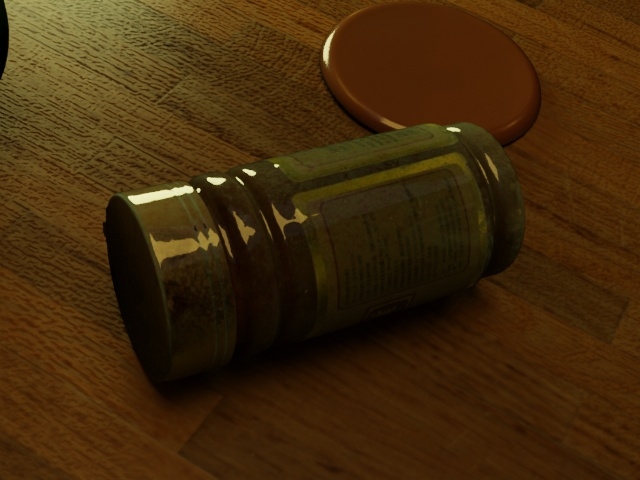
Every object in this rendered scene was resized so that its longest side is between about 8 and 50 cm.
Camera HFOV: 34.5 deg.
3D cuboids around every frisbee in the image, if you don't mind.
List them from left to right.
[{"bbox_3d":[0.123,-0.187,1.136,0.251,0.021,0.251,5,49,-6],"label":"frisbee"}]

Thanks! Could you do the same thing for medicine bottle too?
[{"bbox_3d":[0.000,0.000,0.853,0.322,0.151,0.151,-15,53,-23],"label":"medicine bottle"}]

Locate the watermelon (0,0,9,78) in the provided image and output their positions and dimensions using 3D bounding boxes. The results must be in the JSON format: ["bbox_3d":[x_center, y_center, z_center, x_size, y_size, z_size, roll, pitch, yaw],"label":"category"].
[{"bbox_3d":[-0.391,-0.186,0.883,0.242,0.242,0.242,6,48,-6],"label":"watermelon"}]
